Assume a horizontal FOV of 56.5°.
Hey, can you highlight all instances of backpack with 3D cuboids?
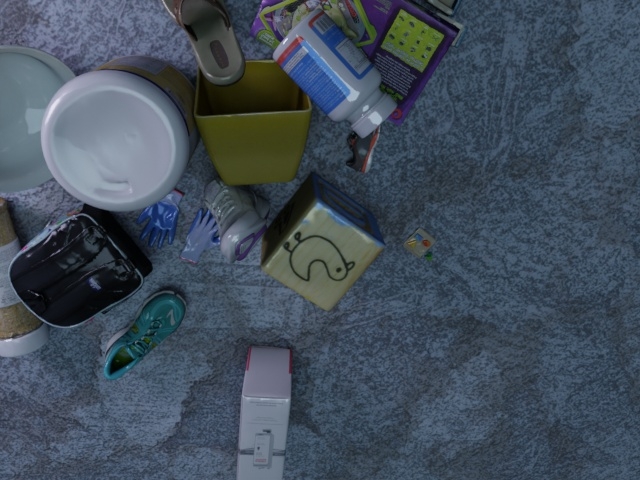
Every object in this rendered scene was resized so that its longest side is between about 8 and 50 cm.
[{"bbox_3d":[-0.526,0.057,1.298,0.254,0.191,0.225,-35,109,3],"label":"backpack"}]

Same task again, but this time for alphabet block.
[{"bbox_3d":[0.000,0.000,1.311,0.192,0.193,0.197,34,107,-15],"label":"alphabet block"}]

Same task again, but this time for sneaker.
[{"bbox_3d":[-0.187,-0.050,1.217,0.152,0.305,0.114,38,100,-13],"label":"sneaker"},{"bbox_3d":[0.091,-0.223,1.294,0.065,0.061,0.157,12,112,-2],"label":"sneaker"},{"bbox_3d":[-0.420,0.233,1.427,0.107,0.110,0.275,39,105,-18],"label":"sneaker"}]

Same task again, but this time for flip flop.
[{"bbox_3d":[-0.227,-0.418,1.123,0.112,0.080,0.277,-25,79,1],"label":"flip flop"}]

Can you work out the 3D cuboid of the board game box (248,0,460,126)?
[{"bbox_3d":[0.056,-0.389,1.112,0.347,0.056,0.208,32,122,0],"label":"board game box"}]

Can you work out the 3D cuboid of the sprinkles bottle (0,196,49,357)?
[{"bbox_3d":[-0.715,0.085,1.334,0.121,0.121,0.355,-6,114,-1],"label":"sprinkles bottle"}]

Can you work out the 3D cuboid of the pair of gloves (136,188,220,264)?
[{"bbox_3d":[-0.314,-0.031,1.367,0.198,0.023,0.159,27,109,-14],"label":"pair of gloves"}]

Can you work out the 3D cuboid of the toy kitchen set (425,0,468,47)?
[{"bbox_3d":[0.286,-0.475,1.138,0.122,0.166,0.207,19,111,-12],"label":"toy kitchen set"}]

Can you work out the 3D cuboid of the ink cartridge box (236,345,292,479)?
[{"bbox_3d":[-0.139,0.438,1.483,0.117,0.207,0.282,5,114,-4],"label":"ink cartridge box"}]

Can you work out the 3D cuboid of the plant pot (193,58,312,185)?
[{"bbox_3d":[-0.130,-0.229,1.198,0.212,0.212,0.187,-5,133,-4],"label":"plant pot"}]

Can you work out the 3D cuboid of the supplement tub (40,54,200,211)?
[{"bbox_3d":[-0.348,-0.215,1.115,0.241,0.331,0.240,-2,113,-4],"label":"supplement tub"}]

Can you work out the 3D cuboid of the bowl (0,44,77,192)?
[{"bbox_3d":[-0.621,-0.251,1.157,0.298,0.134,0.297,-32,141,-31],"label":"bowl"}]

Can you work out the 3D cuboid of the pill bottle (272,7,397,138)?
[{"bbox_3d":[0.031,-0.294,1.076,0.124,0.124,0.221,-42,100,13],"label":"pill bottle"}]

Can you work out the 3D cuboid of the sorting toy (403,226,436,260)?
[{"bbox_3d":[0.248,0.014,1.432,0.083,0.012,0.062,36,106,-17],"label":"sorting toy"}]
